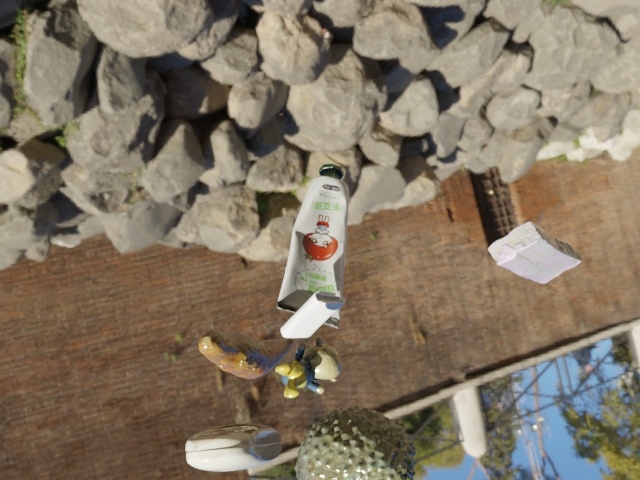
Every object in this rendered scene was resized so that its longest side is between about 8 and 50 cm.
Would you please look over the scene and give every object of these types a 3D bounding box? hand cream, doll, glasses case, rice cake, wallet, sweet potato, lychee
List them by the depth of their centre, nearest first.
[{"bbox_3d":[-0.097,0.244,0.735,0.081,0.051,0.204,-8,163,4],"label":"glasses case"},{"bbox_3d":[-0.013,0.125,1.030,0.061,0.025,0.122,12,139,-30],"label":"wallet"},{"bbox_3d":[-0.013,0.232,1.143,0.088,0.102,0.179,-19,-179,27],"label":"doll"},{"bbox_3d":[0.000,0.000,1.204,0.121,0.336,0.076,15,151,-9],"label":"hand cream"},{"bbox_3d":[0.437,0.030,1.256,0.106,0.050,0.298,-36,151,26],"label":"rice cake"},{"bbox_3d":[0.077,0.485,1.328,0.255,0.255,0.274,-11,169,-26],"label":"lychee"},{"bbox_3d":[-0.172,0.263,1.413,0.095,0.106,0.354,31,-176,29],"label":"sweet potato"}]
